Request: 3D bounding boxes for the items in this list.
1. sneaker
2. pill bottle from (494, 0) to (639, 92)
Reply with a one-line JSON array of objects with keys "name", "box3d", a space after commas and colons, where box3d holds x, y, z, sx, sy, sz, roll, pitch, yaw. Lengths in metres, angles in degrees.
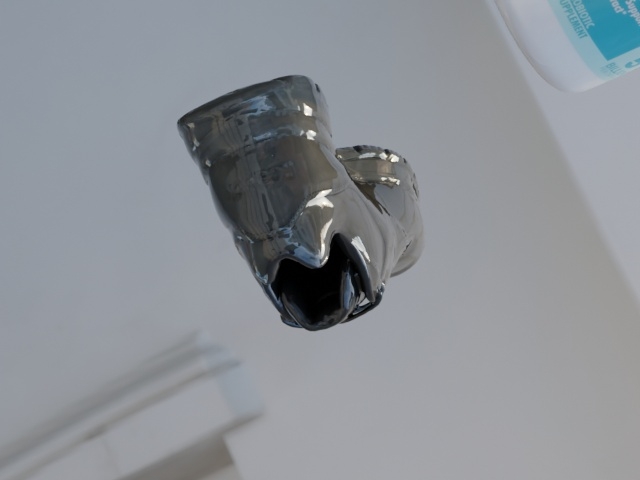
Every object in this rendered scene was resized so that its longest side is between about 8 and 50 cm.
[{"name": "sneaker", "box3d": [0.000, 0.000, 1.025, 0.109, 0.130, 0.286, -22, 161, 17]}, {"name": "pill bottle", "box3d": [0.236, -0.203, 0.998, 0.264, 0.146, 0.146, -24, 172, 23]}]
